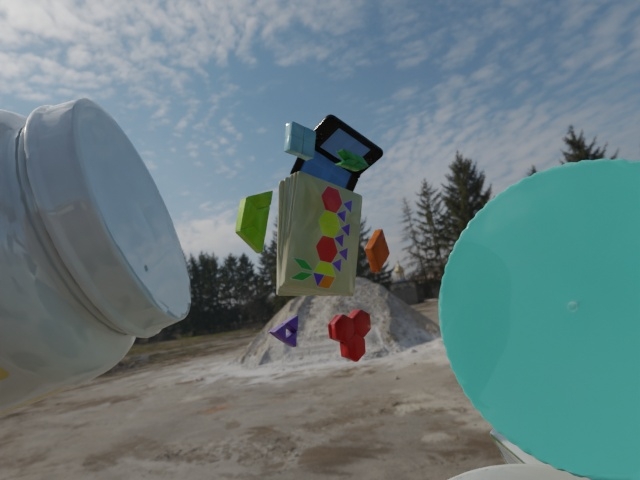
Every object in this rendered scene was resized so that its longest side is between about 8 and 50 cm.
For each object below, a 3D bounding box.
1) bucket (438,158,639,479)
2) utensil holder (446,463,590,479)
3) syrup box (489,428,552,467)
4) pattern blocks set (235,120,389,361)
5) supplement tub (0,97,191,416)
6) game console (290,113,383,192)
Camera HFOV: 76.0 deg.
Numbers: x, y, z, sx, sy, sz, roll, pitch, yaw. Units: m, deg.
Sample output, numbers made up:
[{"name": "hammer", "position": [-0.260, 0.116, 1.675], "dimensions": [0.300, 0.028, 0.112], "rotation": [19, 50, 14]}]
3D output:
[{"name": "bucket", "position": [0.258, 0.070, 0.370], "dimensions": [0.183, 0.282, 0.281], "rotation": [16, -24, -38]}, {"name": "utensil holder", "position": [0.213, 0.441, 0.323], "dimensions": [0.327, 0.386, 0.328], "rotation": [-19, 18, 6]}, {"name": "syrup box", "position": [0.325, 0.311, 0.563], "dimensions": [0.096, 0.237, 0.093], "rotation": [-42, 35, -10]}, {"name": "pattern blocks set", "position": [0.000, 0.000, 0.624], "dimensions": [0.285, 0.325, 0.026], "rotation": [25, -20, -35]}, {"name": "supplement tub", "position": [-0.308, 0.035, 0.344], "dimensions": [0.330, 0.241, 0.241], "rotation": [-22, -8, -6]}, {"name": "game console", "position": [0.034, -0.150, 0.804], "dimensions": [0.143, 0.085, 0.124], "rotation": [27, -41, -26]}]
